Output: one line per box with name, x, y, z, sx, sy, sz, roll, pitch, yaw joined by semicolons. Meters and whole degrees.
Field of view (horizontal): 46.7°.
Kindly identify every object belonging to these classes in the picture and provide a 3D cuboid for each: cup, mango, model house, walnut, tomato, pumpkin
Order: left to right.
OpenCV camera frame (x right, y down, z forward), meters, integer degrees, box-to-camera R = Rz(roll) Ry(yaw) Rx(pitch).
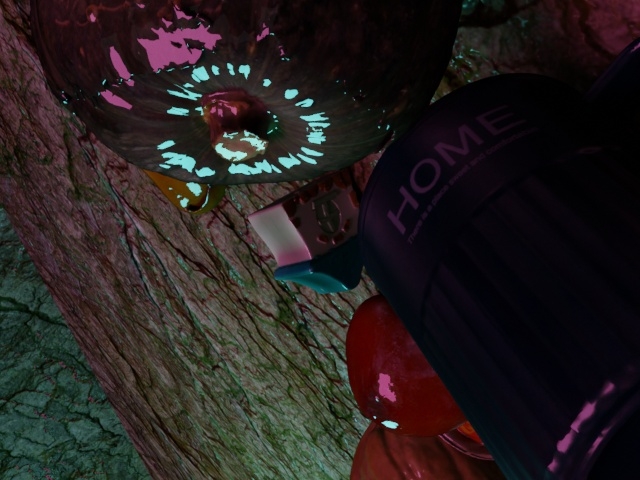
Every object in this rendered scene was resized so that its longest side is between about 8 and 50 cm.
mango;-0.215;-0.148;1.114;0.166;0.136;0.236;14;136;43
pumpkin;-0.055;-0.179;0.573;0.327;0.291;0.258;-24;55;49
model house;0.000;0.000;0.969;0.100;0.127;0.149;-11;107;57
tomato;0.075;0.136;0.747;0.159;0.091;0.139;47;141;17
walnut;0.156;0.331;0.987;0.257;0.257;0.224;41;178;22
cup;0.215;0.030;0.545;0.242;0.307;0.292;61;-179;-38

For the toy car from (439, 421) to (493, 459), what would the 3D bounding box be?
toy car;0.188;0.162;0.841;0.235;0.145;0.235;30;138;32
